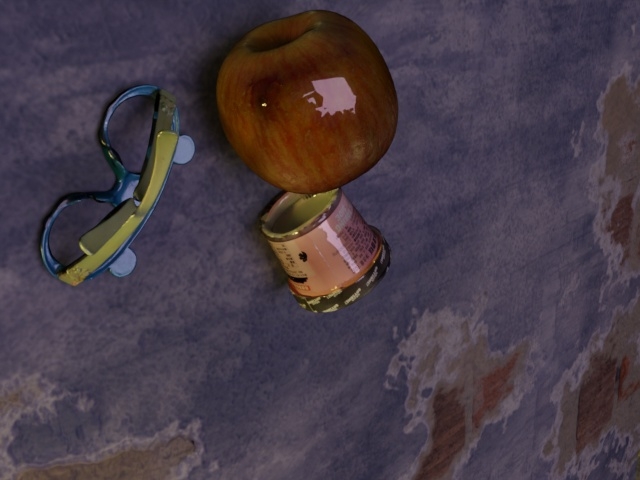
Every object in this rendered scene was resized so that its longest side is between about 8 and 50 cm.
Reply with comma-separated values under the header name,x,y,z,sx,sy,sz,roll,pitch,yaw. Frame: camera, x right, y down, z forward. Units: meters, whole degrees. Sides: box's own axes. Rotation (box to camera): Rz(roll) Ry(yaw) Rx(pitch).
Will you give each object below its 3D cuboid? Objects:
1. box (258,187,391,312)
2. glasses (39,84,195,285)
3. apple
name,x,y,z,sx,sy,sz,roll,pitch,yaw
box,0.000,0.000,0.880,0.151,0.151,0.135,-48,122,-22
glasses,-0.208,-0.065,0.662,0.102,0.207,0.239,27,80,-8
apple,-0.014,-0.163,0.766,0.211,0.211,0.188,-45,135,-25
